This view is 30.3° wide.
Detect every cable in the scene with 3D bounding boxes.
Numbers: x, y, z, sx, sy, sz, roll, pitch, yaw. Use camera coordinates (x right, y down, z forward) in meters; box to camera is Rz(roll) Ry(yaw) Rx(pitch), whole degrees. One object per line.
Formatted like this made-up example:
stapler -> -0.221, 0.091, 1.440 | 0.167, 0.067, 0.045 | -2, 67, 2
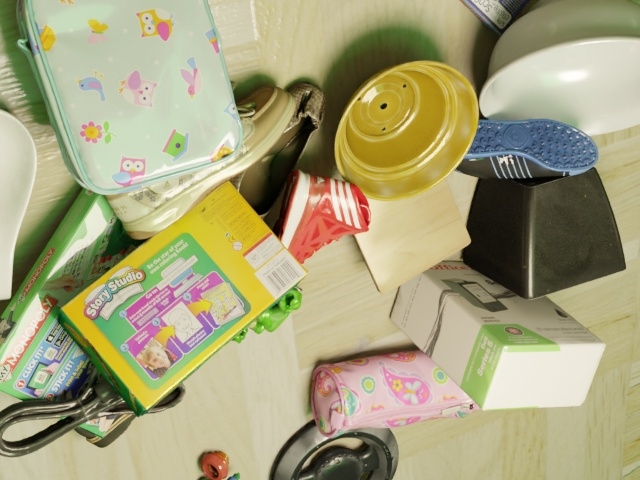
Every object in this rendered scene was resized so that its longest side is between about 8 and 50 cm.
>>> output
cable -> -0.294, 0.202, 1.552 | 0.287, 0.072, 0.139 | -31, 124, -11

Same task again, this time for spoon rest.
spoon rest -> -0.408, -0.035, 1.443 | 0.137, 0.084, 0.276 | -12, 125, -23

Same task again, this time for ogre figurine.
ogre figurine -> -0.116, 0.086, 1.653 | 0.118, 0.197, 0.097 | 28, 79, -21

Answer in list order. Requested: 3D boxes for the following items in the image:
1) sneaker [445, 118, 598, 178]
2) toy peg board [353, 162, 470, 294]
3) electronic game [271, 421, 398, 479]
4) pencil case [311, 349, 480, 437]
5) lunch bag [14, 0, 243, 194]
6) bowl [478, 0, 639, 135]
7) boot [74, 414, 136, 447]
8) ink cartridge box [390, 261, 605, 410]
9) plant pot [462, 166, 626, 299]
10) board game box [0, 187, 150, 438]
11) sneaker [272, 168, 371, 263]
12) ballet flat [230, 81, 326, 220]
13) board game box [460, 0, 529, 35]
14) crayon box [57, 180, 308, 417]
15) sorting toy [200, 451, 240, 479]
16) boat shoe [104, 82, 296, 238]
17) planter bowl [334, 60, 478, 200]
sneaker -> 0.286, -0.130, 1.744 | 0.232, 0.081, 0.090 | 7, 163, -5
toy peg board -> 0.115, -0.034, 1.766 | 0.161, 0.079, 0.160 | -30, 114, -11
electronic game -> 0.026, 0.386, 1.983 | 0.229, 0.048, 0.229 | -11, 120, -19
pencil case -> 0.126, 0.243, 1.906 | 0.284, 0.124, 0.124 | -3, 120, -28
lunch bag -> -0.228, -0.202, 1.380 | 0.224, 0.108, 0.279 | -19, 102, -13
bowl -> 0.366, -0.265, 1.676 | 0.298, 0.134, 0.298 | -2, 160, -1
boot -> -0.298, 0.193, 1.662 | 0.198, 0.077, 0.137 | -49, 125, 4
ink cartridge box -> 0.266, 0.139, 1.821 | 0.198, 0.273, 0.115 | 2, 115, -31
plant pot -> 0.338, -0.036, 1.823 | 0.188, 0.187, 0.167 | -16, 113, -21
board game box -> -0.288, 0.083, 1.565 | 0.213, 0.046, 0.317 | 36, 84, -39
sneaker -> 0.000, 0.000, 1.650 | 0.128, 0.087, 0.221 | 9, 141, -8
ballet flat -> -0.065, -0.101, 1.616 | 0.084, 0.058, 0.250 | 24, 105, -39
board game box -> 0.227, -0.390, 1.618 | 0.136, 0.035, 0.201 | -50, 130, 6
crayon box -> -0.174, 0.071, 1.510 | 0.278, 0.081, 0.165 | -40, 87, -19
sorting toy -> -0.159, 0.373, 1.874 | 0.042, 0.061, 0.102 | -43, 150, -47
boat shoe -> -0.150, -0.119, 1.511 | 0.285, 0.104, 0.089 | -43, 116, -21
planter bowl -> 0.103, -0.169, 1.645 | 0.217, 0.090, 0.217 | -14, 128, -18
